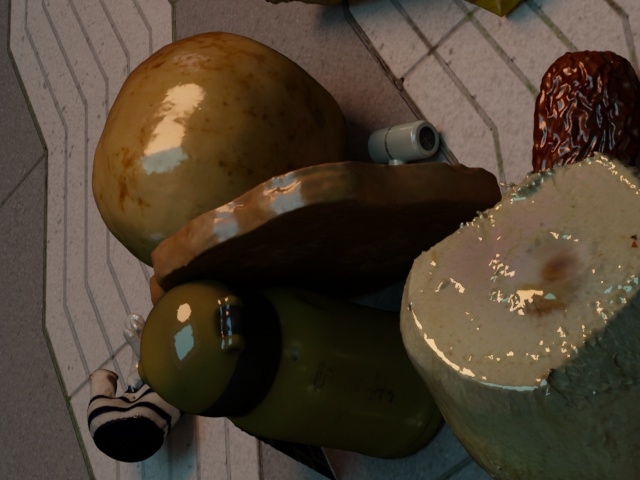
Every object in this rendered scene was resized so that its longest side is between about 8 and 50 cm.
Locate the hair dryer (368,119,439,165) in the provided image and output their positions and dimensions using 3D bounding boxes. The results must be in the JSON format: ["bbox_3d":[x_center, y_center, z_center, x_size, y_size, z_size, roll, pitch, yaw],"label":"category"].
[{"bbox_3d":[0.098,-0.074,1.598,0.082,0.047,0.137,-5,78,49],"label":"hair dryer"}]

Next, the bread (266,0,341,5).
[{"bbox_3d":[0.036,-0.483,1.670,0.333,0.143,0.323,157,125,-72],"label":"bread"}]

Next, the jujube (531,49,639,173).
[{"bbox_3d":[0.273,-0.106,1.356,0.112,0.109,0.176,144,132,-86],"label":"jujube"}]

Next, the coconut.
[{"bbox_3d":[0.235,0.097,1.192,0.297,0.254,0.297,-19,46,21],"label":"coconut"}]

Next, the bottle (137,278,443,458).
[{"bbox_3d":[-0.034,0.131,1.425,0.172,0.351,0.171,-21,61,44],"label":"bottle"}]

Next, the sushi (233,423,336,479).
[{"bbox_3d":[-0.087,0.200,1.570,0.050,0.215,0.192,-39,46,12],"label":"sushi"}]

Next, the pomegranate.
[{"bbox_3d":[-0.102,-0.091,1.637,0.342,0.343,0.342,-22,60,44],"label":"pomegranate"}]

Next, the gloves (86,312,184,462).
[{"bbox_3d":[-0.253,0.207,1.865,0.140,0.131,0.218,-52,13,29],"label":"gloves"}]

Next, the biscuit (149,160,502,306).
[{"bbox_3d":[-0.001,-0.002,1.431,0.385,0.365,0.062,-31,67,48],"label":"biscuit"}]

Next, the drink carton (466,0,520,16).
[{"bbox_3d":[0.273,-0.421,1.465,0.351,0.111,0.154,-39,48,34],"label":"drink carton"}]
